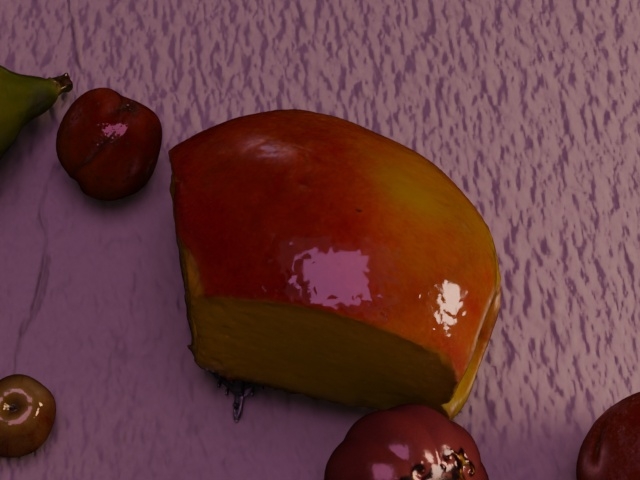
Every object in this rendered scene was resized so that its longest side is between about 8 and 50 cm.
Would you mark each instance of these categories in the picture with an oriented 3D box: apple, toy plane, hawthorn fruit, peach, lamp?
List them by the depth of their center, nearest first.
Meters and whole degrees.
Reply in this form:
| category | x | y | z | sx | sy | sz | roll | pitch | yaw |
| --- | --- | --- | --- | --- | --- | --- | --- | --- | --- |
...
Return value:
| category | x | y | z | sx | sy | sz | roll | pitch | yaw |
| --- | --- | --- | --- | --- | --- | --- | --- | --- | --- |
| lamp | 0.077 | 0.247 | 1.473 | 0.182 | 0.140 | 0.182 | -2 | 93 | -37 |
| apple | -0.309 | 0.176 | 1.535 | 0.084 | 0.071 | 0.084 | 0 | 62 | -1 |
| peach | 0.000 | 0.000 | 1.547 | 0.380 | 0.242 | 0.306 | 15 | 51 | 10 |
| toy plane | -0.082 | 0.148 | 1.589 | 0.078 | 0.024 | 0.084 | 1 | 59 | 19 |
| hawthorn fruit | -0.233 | -0.108 | 1.671 | 0.128 | 0.128 | 0.128 | 1 | 61 | -2 |

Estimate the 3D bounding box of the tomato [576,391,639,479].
| category | x | y | z | sx | sy | sz | roll | pitch | yaw |
| --- | --- | --- | --- | --- | --- | --- | --- | --- | --- |
| tomato | 0.369 | 0.241 | 1.466 | 0.232 | 0.188 | 0.232 | 2 | 63 | -4 |

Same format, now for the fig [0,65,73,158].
| category | x | y | z | sx | sy | sz | roll | pitch | yaw |
| --- | --- | --- | --- | --- | --- | --- | --- | --- | --- |
| fig | -0.426 | -0.154 | 1.625 | 0.314 | 0.233 | 0.233 | -24 | 65 | -9 |
